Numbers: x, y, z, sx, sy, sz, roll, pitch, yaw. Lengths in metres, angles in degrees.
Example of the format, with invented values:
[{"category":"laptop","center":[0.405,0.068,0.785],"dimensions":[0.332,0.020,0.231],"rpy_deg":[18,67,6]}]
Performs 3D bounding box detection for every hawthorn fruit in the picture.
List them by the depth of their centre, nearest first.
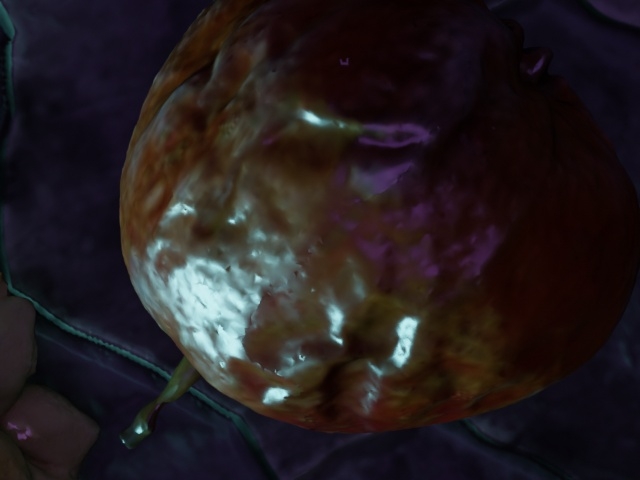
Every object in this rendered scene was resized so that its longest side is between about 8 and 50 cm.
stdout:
[{"category":"hawthorn fruit","center":[0.000,0.000,0.694],"dimensions":[0.272,0.242,0.242],"rpy_deg":[-40,91,13]}]

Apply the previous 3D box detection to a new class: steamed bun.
[{"category":"steamed bun","center":[-0.208,0.098,0.746],"dimensions":[0.192,0.106,0.177],"rpy_deg":[-4,95,-4]}]
